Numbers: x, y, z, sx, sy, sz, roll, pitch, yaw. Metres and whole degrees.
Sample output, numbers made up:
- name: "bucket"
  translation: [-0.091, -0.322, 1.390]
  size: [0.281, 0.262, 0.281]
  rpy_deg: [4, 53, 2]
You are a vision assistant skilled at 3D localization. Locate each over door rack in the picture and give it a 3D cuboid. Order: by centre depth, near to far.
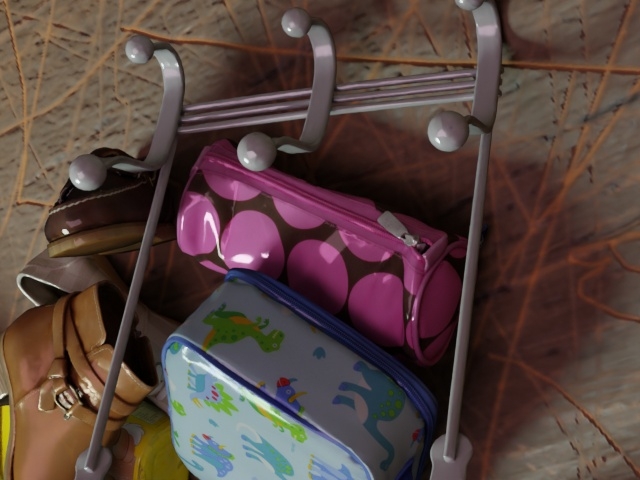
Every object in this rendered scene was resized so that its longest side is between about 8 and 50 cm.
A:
- name: "over door rack"
  translation: [-0.021, 0.008, 0.821]
  size: [0.239, 0.108, 0.324]
  rpy_deg: [-5, 66, 23]

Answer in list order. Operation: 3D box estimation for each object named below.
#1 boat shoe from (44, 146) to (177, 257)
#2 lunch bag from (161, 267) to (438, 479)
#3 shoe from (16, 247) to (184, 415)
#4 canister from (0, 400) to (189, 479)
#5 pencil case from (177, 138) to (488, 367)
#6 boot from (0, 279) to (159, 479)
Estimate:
- name: "boat shoe"
  translation: [-0.145, -0.027, 0.993]
  size: [0.073, 0.207, 0.073]
  rpy_deg: [-12, 91, 2]
- name: "lunch bag"
  translation: [-0.013, 0.128, 0.971]
  size: [0.176, 0.090, 0.219]
  rpy_deg: [33, 152, 18]
- name: "shoe"
  translation: [-0.145, 0.082, 1.121]
  size: [0.219, 0.058, 0.076]
  rpy_deg: [41, 129, 17]
- name: "canister"
  translation: [-0.191, 0.168, 1.187]
  size: [0.170, 0.073, 0.126]
  rpy_deg: [21, 121, 28]
- name: "pencil case"
  translation: [0.000, 0.000, 0.952]
  size: [0.209, 0.095, 0.098]
  rpy_deg: [21, 156, 28]
- name: "boot"
  translation: [-0.169, 0.137, 1.075]
  size: [0.152, 0.073, 0.197]
  rpy_deg: [-30, 89, 30]
